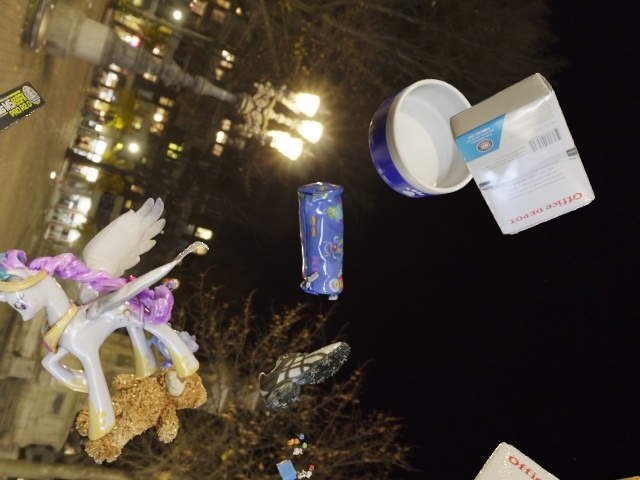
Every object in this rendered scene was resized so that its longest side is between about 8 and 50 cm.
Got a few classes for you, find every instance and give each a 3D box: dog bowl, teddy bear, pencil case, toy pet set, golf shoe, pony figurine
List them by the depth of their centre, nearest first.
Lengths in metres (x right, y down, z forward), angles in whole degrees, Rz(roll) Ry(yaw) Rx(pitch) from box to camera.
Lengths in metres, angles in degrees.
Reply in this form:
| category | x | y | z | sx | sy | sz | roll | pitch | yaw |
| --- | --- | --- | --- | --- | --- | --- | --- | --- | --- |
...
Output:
| category | x | y | z | sx | sy | sz | roll | pitch | yaw |
| --- | --- | --- | --- | --- | --- | --- | --- | --- | --- |
| pony figurine | -0.364 | 0.117 | 0.937 | 0.351 | 0.363 | 0.303 | -33 | -149 | -21 |
| golf shoe | -0.037 | 0.246 | 1.045 | 0.198 | 0.077 | 0.094 | -33 | -129 | -7 |
| dog bowl | 0.250 | -0.237 | 1.258 | 0.104 | 0.265 | 0.264 | -8 | -113 | 61 |
| pencil case | 0.000 | 0.000 | 1.409 | 0.120 | 0.133 | 0.305 | 5 | -79 | 30 |
| teddy bear | -0.478 | 0.443 | 1.420 | 0.245 | 0.338 | 0.113 | -122 | -158 | -49 |
| toy pet set | -0.074 | 0.673 | 1.600 | 0.065 | 0.114 | 0.122 | -2 | -72 | 68 |

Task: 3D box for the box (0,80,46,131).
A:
| category | x | y | z | sx | sy | sz | roll | pitch | yaw |
| --- | --- | --- | --- | --- | --- | --- | --- | --- | --- |
| box | -0.725 | -0.211 | 1.086 | 0.270 | 0.060 | 0.216 | -27 | -154 | 14 |

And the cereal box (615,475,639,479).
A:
| category | x | y | z | sx | sy | sz | roll | pitch | yaw |
| --- | --- | --- | --- | --- | --- | --- | --- | --- | --- |
| cereal box | 0.275 | 0.345 | 0.465 | 0.240 | 0.047 | 0.173 | 62 | -38 | 17 |

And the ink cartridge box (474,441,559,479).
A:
| category | x | y | z | sx | sy | sz | roll | pitch | yaw |
| --- | --- | --- | --- | --- | --- | --- | --- | --- | --- |
| ink cartridge box | 0.297 | 0.484 | 0.821 | 0.201 | 0.278 | 0.117 | 34 | -54 | 27 |

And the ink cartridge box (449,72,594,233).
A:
| category | x | y | z | sx | sy | sz | roll | pitch | yaw |
| --- | --- | --- | --- | --- | --- | --- | --- | --- | --- |
| ink cartridge box | 0.295 | -0.121 | 0.780 | 0.140 | 0.190 | 0.082 | -25 | -148 | 22 |
